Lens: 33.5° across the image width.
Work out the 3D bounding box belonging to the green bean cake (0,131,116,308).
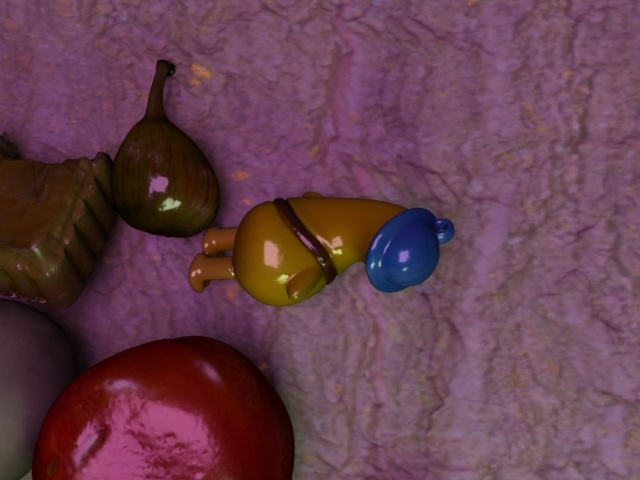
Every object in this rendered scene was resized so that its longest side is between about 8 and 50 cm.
[{"bbox_3d":[-0.412,-0.047,1.462,0.236,0.124,0.233,11,60,12],"label":"green bean cake"}]

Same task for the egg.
[{"bbox_3d":[-0.493,0.227,1.445,0.352,0.258,0.258,-33,83,4],"label":"egg"}]

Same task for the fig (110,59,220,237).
[{"bbox_3d":[-0.208,-0.135,1.451,0.151,0.151,0.259,-1,82,12],"label":"fig"}]

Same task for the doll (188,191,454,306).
[{"bbox_3d":[0.000,0.000,1.390,0.363,0.145,0.199,-5,47,24],"label":"doll"}]

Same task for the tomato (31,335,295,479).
[{"bbox_3d":[-0.197,0.281,1.370,0.325,0.293,0.289,-30,77,-2],"label":"tomato"}]
